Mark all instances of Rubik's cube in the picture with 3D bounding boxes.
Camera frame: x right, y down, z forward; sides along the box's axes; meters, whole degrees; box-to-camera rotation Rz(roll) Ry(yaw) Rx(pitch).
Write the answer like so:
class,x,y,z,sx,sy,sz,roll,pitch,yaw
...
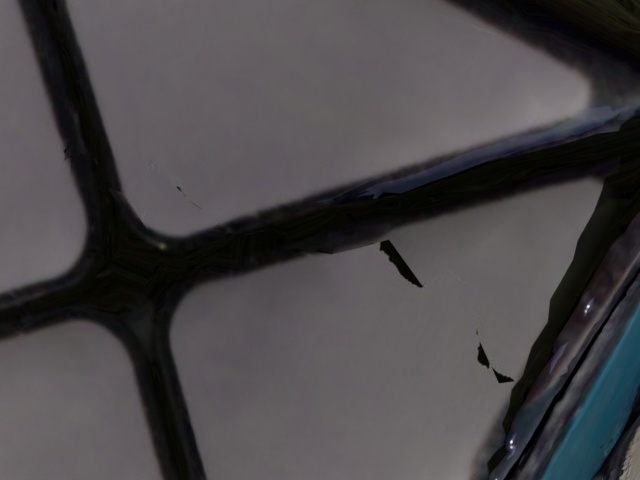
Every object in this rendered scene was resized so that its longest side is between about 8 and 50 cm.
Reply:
class,x,y,z,sx,sy,sz,roll,pitch,yaw
Rubik's cube,0.000,0.000,0.754,0.310,0.305,0.307,31,-161,19
